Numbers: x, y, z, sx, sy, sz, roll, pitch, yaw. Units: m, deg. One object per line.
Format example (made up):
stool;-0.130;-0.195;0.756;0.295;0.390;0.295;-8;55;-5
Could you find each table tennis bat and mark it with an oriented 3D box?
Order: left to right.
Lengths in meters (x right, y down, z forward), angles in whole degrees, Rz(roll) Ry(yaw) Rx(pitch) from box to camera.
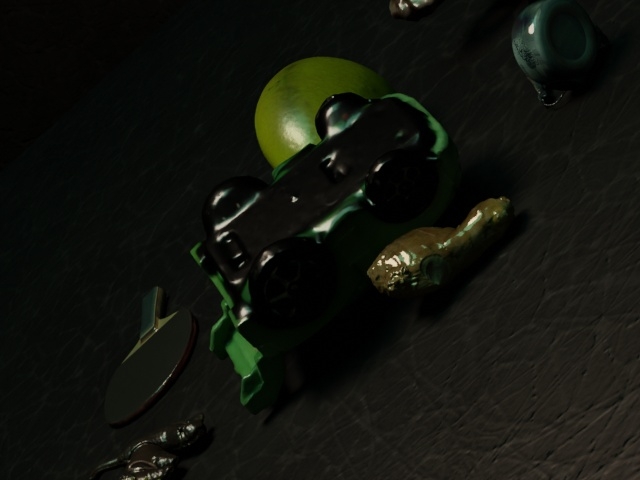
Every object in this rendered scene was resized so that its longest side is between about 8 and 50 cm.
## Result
table tennis bat;-0.230;0.145;2.465;0.173;0.022;0.301;-42;20;15

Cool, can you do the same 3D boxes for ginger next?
ginger;0.129;0.008;1.914;0.165;0.067;0.096;-31;9;0

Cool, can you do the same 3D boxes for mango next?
mango;0.009;-0.137;2.241;0.149;0.185;0.273;-62;-2;24

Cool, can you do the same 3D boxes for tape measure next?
tape measure;0.232;-0.215;2.061;0.104;0.107;0.180;-55;23;-13

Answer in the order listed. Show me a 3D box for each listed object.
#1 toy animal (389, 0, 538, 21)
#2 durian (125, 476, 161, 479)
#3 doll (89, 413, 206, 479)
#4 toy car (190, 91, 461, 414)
toy animal;0.242;-0.394;2.292;0.302;0.194;0.344;-48;15;-21
durian;-0.192;0.325;1.828;0.198;0.146;0.159;-53;17;-27
doll;-0.197;0.262;2.113;0.165;0.057;0.139;-36;18;17
toy car;0.000;0.000;2.028;0.359;0.176;0.213;-39;32;-1
